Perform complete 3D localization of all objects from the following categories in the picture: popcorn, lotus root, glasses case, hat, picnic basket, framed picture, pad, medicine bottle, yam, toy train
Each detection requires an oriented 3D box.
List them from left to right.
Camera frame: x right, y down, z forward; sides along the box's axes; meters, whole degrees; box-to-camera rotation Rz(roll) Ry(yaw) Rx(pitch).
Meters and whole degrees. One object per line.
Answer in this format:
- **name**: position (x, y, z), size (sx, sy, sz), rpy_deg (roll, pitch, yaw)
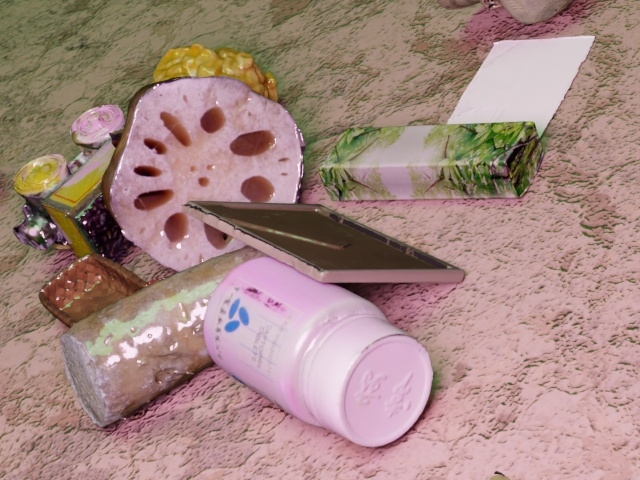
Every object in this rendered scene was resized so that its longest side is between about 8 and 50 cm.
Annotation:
- **toy train**: position (-0.298, -0.078, 2.242), size (0.177, 0.134, 0.261), rpy_deg (19, 56, 46)
- **picnic basket**: position (-0.277, 0.086, 2.090), size (0.110, 0.055, 0.193), rpy_deg (-38, 36, -19)
- **lotus root**: position (-0.171, -0.095, 2.104), size (0.272, 0.272, 0.192), rpy_deg (-39, 24, -15)
- **yam**: position (-0.154, 0.100, 1.935), size (0.330, 0.133, 0.133), rpy_deg (-27, 35, -3)
- **popcorn**: position (-0.153, -0.209, 2.310), size (0.163, 0.140, 0.194), rpy_deg (-44, 40, -14)
- **medicine bottle**: position (-0.005, 0.120, 1.778), size (0.152, 0.152, 0.254), rpy_deg (-41, 37, -17)
- **framed picture**: position (0.000, 0.000, 1.926), size (0.213, 0.016, 0.289), rpy_deg (0, 16, -38)
- **glasses case**: position (0.136, -0.095, 2.032), size (0.272, 0.062, 0.095), rpy_deg (1, 39, 35)
- **pad**: position (0.253, -0.192, 2.122), size (0.156, 0.004, 0.232), rpy_deg (2, 45, 35)
- **hat**: position (0.290, -0.352, 2.198), size (0.252, 0.252, 0.110), rpy_deg (-31, 77, -4)

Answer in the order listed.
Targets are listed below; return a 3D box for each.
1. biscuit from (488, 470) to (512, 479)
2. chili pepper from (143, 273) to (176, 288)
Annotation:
- **biscuit**: position (0.089, 0.346, 1.525), size (0.322, 0.038, 0.099), rpy_deg (-42, 34, -18)
- **chili pepper**: position (-0.149, 0.060, 2.021), size (0.178, 0.027, 0.045), rpy_deg (-13, 74, -16)
